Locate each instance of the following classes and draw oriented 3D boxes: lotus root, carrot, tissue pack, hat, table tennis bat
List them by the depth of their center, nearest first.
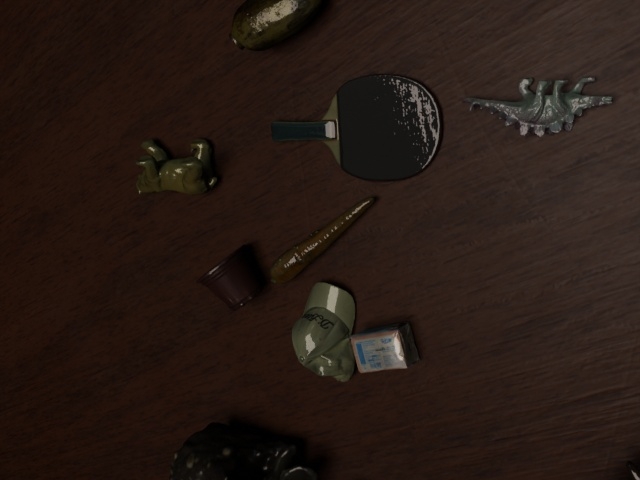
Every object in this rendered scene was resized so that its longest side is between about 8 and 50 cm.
[{"bbox_3d":[-0.076,-0.364,1.070,0.179,0.089,0.080,-21,133,29],"label":"lotus root"},{"bbox_3d":[0.051,-0.178,1.078,0.302,0.022,0.173,3,103,29],"label":"table tennis bat"},{"bbox_3d":[0.106,0.180,1.106,0.095,0.059,0.074,-13,92,32],"label":"tissue pack"},{"bbox_3d":[0.000,0.000,1.137,0.254,0.049,0.049,-38,81,29],"label":"carrot"},{"bbox_3d":[0.010,0.158,1.153,0.123,0.081,0.166,19,100,23],"label":"hat"}]

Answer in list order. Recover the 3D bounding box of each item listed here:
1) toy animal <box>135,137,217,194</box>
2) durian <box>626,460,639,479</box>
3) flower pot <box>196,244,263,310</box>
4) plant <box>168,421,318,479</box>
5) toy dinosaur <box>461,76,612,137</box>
[{"bbox_3d":[-0.284,-0.128,1.258,0.219,0.103,0.100,3,127,26],"label":"toy animal"},{"bbox_3d":[0.466,0.395,0.903,0.196,0.167,0.195,-4,78,17],"label":"durian"},{"bbox_3d":[-0.157,0.075,1.218,0.111,0.111,0.089,-34,95,32],"label":"flower pot"},{"bbox_3d":[-0.136,0.467,1.238,0.276,0.188,0.198,16,110,27],"label":"plant"},{"bbox_3d":[0.293,-0.186,0.924,0.209,0.039,0.082,8,107,29],"label":"toy dinosaur"}]
